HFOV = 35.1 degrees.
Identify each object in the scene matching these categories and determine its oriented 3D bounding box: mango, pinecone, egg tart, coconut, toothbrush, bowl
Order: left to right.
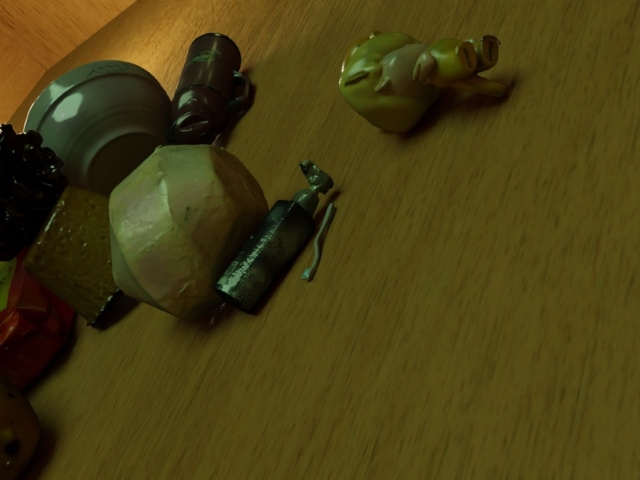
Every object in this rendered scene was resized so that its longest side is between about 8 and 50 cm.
[{"bbox_3d":[-0.506,0.263,1.452,0.152,0.201,0.287,-36,29,-28],"label":"mango"},{"bbox_3d":[-0.548,-0.077,1.713,0.272,0.224,0.224,-18,36,35],"label":"pinecone"},{"bbox_3d":[-0.369,0.019,1.621,0.215,0.170,0.215,-54,16,24],"label":"egg tart"},{"bbox_3d":[-0.381,-0.171,1.844,0.287,0.287,0.144,-44,52,5],"label":"bowl"},{"bbox_3d":[-0.187,-0.010,1.338,0.236,0.197,0.237,-31,32,22],"label":"coconut"},{"bbox_3d":[0.000,0.000,1.240,0.013,0.011,0.131,-6,42,26],"label":"toothbrush"}]

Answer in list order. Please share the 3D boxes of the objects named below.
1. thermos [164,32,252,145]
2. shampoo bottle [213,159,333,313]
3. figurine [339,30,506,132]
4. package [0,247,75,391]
[{"bbox_3d":[-0.203,-0.267,1.885,0.330,0.136,0.110,-87,18,-55],"label":"thermos"},{"bbox_3d":[-0.054,-0.007,1.274,0.057,0.063,0.208,11,60,52],"label":"shampoo bottle"},{"bbox_3d":[0.114,-0.201,1.232,0.156,0.131,0.246,-19,10,-28],"label":"figurine"},{"bbox_3d":[-0.526,0.123,1.770,0.196,0.123,0.423,-40,24,9],"label":"package"}]
